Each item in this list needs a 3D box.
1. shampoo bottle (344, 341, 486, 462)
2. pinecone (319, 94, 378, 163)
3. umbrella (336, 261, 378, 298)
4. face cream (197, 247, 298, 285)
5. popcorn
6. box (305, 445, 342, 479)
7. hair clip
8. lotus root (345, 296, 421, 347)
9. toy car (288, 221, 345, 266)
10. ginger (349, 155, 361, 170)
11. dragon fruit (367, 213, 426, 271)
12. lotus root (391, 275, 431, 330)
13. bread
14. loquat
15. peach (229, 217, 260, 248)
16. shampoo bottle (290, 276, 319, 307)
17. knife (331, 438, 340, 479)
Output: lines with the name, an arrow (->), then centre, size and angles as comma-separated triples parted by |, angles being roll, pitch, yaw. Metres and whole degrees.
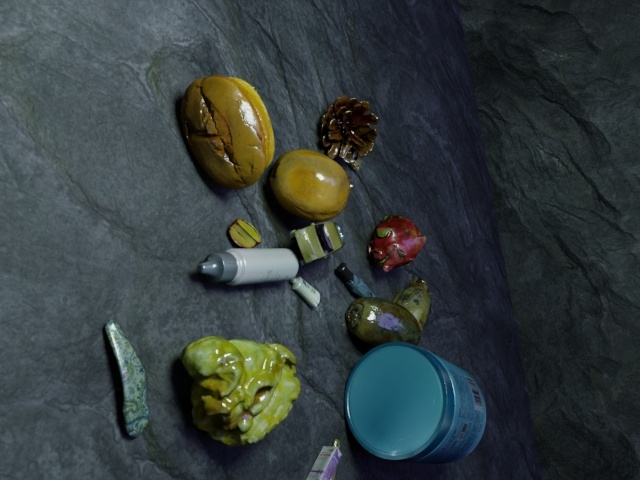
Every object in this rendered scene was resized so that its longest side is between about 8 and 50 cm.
shampoo bottle -> 0.303, 0.509, 1.639 | 0.343, 0.332, 0.330 | 31, 54, -47
pinecone -> 0.096, -0.364, 1.761 | 0.203, 0.201, 0.228 | 25, 87, -21
umbrella -> 0.126, 0.159, 1.749 | 0.250, 0.052, 0.053 | 48, 25, -38
face cream -> -0.178, 0.064, 1.304 | 0.311, 0.092, 0.092 | 0, 79, -56
popcorn -> -0.174, 0.326, 1.154 | 0.286, 0.174, 0.225 | 19, 71, -51
box -> 0.011, 0.610, 1.431 | 0.117, 0.051, 0.036 | -48, 120, -49
hair clip -> -0.366, 0.260, 1.012 | 0.066, 0.036, 0.228 | -16, 92, -63
lotus root -> 0.215, 0.274, 1.719 | 0.275, 0.152, 0.159 | 25, 77, -34
toy car -> 0.000, 0.000, 1.493 | 0.257, 0.125, 0.101 | -13, 81, -83
ginger -> 0.127, -0.333, 1.922 | 0.069, 0.051, 0.173 | 45, 47, -43
dragon fruit -> 0.254, 0.002, 1.907 | 0.198, 0.200, 0.269 | 52, 1, -23
lotus root -> 0.334, 0.239, 1.940 | 0.154, 0.154, 0.278 | 61, 37, -23
bread -> -0.218, -0.258, 1.267 | 0.269, 0.196, 0.142 | 69, 25, -16
loquat -> -0.031, -0.152, 1.487 | 0.238, 0.239, 0.193 | 3, 106, -55
peach -> -0.195, -0.014, 1.340 | 0.083, 0.050, 0.077 | 30, 29, -59
shampoo bottle -> -0.052, 0.136, 1.517 | 0.141, 0.034, 0.048 | 45, 51, -36
knife -> 0.027, 0.698, 1.455 | 0.047, 0.017, 0.297 | 50, 41, -44
